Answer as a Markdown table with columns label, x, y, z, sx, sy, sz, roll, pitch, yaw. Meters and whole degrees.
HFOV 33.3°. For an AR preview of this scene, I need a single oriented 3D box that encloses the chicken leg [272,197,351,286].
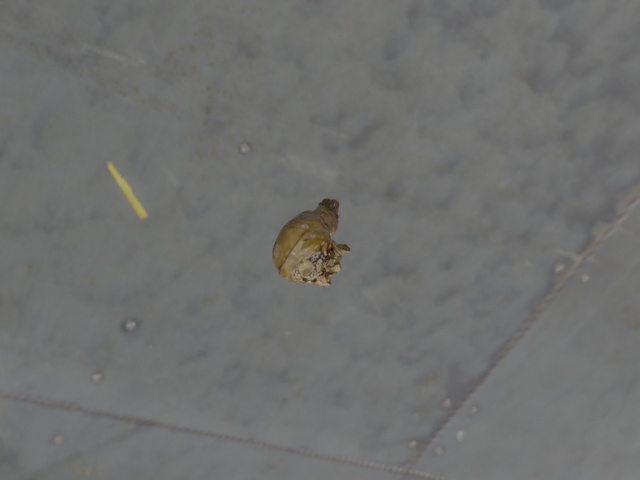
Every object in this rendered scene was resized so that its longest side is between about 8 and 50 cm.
| label | x | y | z | sx | sy | sz | roll | pitch | yaw |
| --- | --- | --- | --- | --- | --- | --- | --- | --- | --- |
| chicken leg | -0.002 | -0.003 | 1.550 | 0.101 | 0.207 | 0.085 | 33 | 118 | 1 |
